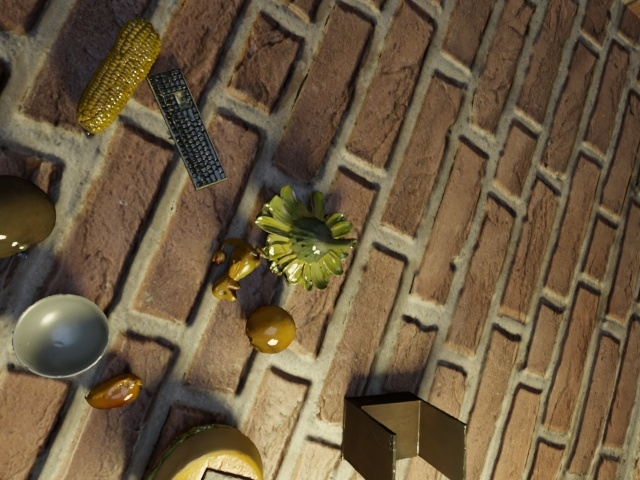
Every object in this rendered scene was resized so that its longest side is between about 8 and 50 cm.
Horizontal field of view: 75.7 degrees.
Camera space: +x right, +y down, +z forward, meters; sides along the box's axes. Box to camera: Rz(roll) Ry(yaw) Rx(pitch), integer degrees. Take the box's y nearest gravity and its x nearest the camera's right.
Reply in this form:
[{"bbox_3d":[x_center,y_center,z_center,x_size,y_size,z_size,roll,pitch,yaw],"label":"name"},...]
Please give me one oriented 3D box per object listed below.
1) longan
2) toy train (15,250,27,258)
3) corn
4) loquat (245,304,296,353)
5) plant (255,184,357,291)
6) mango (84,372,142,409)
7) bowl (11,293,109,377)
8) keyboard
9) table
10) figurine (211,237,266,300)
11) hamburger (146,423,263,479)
[{"bbox_3d":[-0.678,-0.051,0.884,0.189,0.189,0.189,0,89,-23],"label":"longan"},{"bbox_3d":[-0.715,0.016,0.946,0.083,0.017,0.017,33,79,-19],"label":"toy train"},{"bbox_3d":[-0.494,-0.397,1.003,0.102,0.102,0.312,32,80,-19],"label":"corn"},{"bbox_3d":[-0.137,0.240,1.123,0.141,0.141,0.140,0,89,-23],"label":"loquat"},{"bbox_3d":[-0.032,0.023,1.148,0.306,0.297,0.261,24,111,-36],"label":"plant"},{"bbox_3d":[-0.502,0.370,1.008,0.127,0.063,0.077,-17,101,-17],"label":"mango"},{"bbox_3d":[-0.594,0.214,0.959,0.189,0.086,0.188,1,88,-24],"label":"bowl"},{"bbox_3d":[-0.356,-0.295,1.097,0.106,0.027,0.316,-26,100,-22],"label":"keyboard"},{"bbox_3d":[0.233,0.586,1.196,0.251,0.282,0.196,5,87,-23],"label":"table"},{"bbox_3d":[-0.243,0.074,1.114,0.122,0.121,0.176,32,90,14],"label":"figurine"},{"bbox_3d":[-0.286,0.611,1.034,0.301,0.176,0.299,1,88,-24],"label":"hamburger"}]
